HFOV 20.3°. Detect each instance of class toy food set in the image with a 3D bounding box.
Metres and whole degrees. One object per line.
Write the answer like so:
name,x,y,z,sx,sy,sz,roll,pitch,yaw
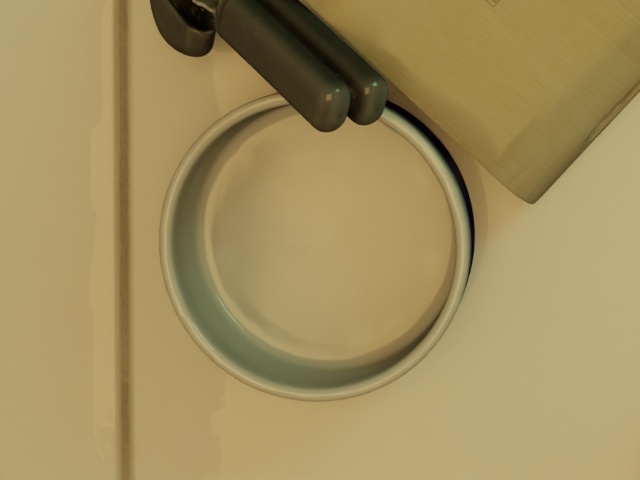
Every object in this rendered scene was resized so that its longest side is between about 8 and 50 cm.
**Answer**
toy food set,0.141,-0.209,1.485,0.306,0.092,0.220,42,101,-4

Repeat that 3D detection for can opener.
can opener,-0.053,-0.163,1.490,0.283,0.076,0.095,46,135,37

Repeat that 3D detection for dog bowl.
dog bowl,0.000,0.000,1.542,0.265,0.104,0.265,1,97,9
